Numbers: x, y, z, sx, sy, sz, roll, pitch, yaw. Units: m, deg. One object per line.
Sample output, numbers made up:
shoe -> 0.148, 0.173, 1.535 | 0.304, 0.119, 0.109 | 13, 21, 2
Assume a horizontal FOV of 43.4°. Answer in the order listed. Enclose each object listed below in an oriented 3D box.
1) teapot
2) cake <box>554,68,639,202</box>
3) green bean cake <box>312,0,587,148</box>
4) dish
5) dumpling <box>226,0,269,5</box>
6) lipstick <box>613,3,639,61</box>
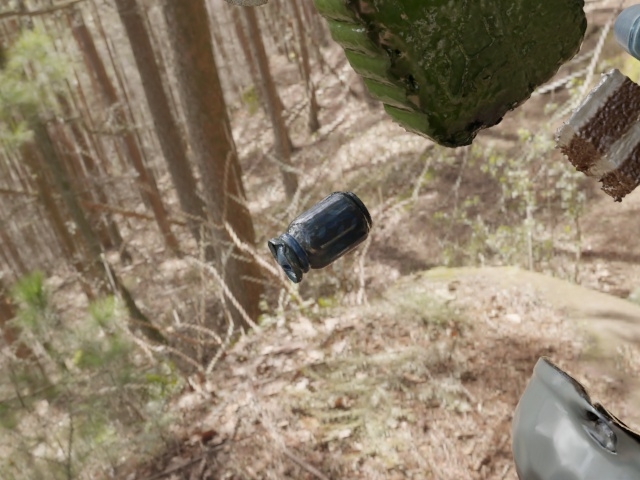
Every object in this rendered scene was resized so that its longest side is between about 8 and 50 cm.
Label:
teapot -> -0.002, -0.004, 0.669 | 0.083, 0.049, 0.063 | -33, 7, -14
cake -> 0.441, -0.157, 1.213 | 0.147, 0.135, 0.134 | 37, 86, 8
green bean cake -> 0.118, -0.214, 0.740 | 0.200, 0.214, 0.113 | -37, 28, -4
dish -> 0.252, 0.226, 0.650 | 0.120, 0.303, 0.303 | -50, 34, 5
dumpling -> -0.101, -0.478, 1.107 | 0.175, 0.227, 0.243 | -40, 37, 44
lipstick -> 0.360, -0.210, 0.840 | 0.068, 0.061, 0.274 | 13, 21, 5
